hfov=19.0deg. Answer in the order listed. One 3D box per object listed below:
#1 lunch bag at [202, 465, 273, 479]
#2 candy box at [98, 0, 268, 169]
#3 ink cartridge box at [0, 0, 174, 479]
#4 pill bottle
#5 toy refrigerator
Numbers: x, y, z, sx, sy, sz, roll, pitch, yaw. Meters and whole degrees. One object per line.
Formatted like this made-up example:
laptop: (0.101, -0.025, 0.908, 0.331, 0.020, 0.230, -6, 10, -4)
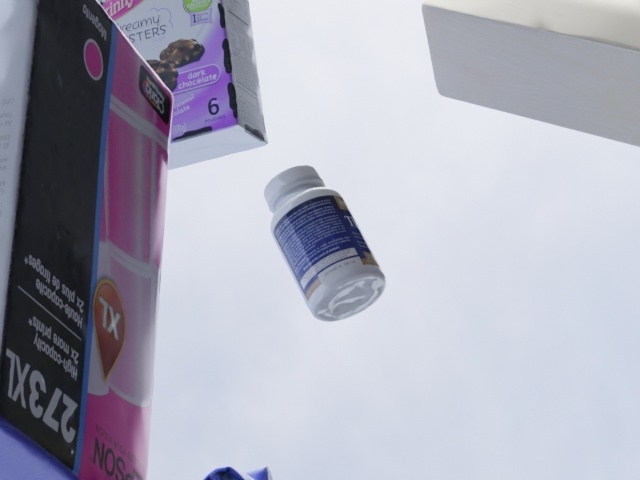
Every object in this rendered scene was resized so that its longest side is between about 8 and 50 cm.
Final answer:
lunch bag: (-0.011, 0.322, 1.616, 0.221, 0.138, 0.293, 47, -159, -63)
candy box: (-0.144, -0.163, 1.669, 0.070, 0.165, 0.196, 28, -129, -65)
ink cartridge box: (-0.151, 0.037, 1.033, 0.176, 0.069, 0.371, 53, -144, -57)
pill bottle: (0.000, 0.000, 1.539, 0.067, 0.067, 0.120, 6, -133, -46)
toy refrigerator: (0.229, -0.169, 1.732, 0.094, 0.269, 0.102, -40, -49, -34)
